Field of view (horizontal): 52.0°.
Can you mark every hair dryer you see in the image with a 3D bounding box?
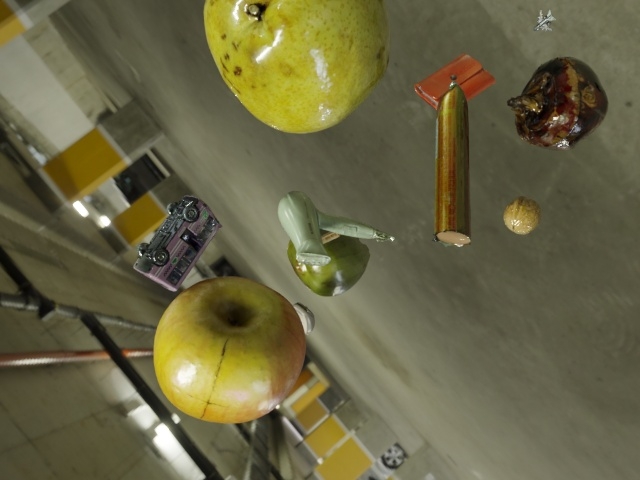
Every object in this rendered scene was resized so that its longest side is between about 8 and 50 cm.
[{"bbox_3d":[0.044,-0.008,1.253,0.237,0.075,0.206,8,-150,-22],"label":"hair dryer"}]

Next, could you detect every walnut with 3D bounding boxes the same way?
[{"bbox_3d":[0.577,-0.073,1.868,0.105,0.124,0.105,24,140,22],"label":"walnut"}]

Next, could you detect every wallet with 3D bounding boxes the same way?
[{"bbox_3d":[0.400,-0.466,1.948,0.142,0.204,0.045,47,161,23],"label":"wallet"}]

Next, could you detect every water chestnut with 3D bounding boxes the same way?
[{"bbox_3d":[0.558,-0.321,1.563,0.238,0.223,0.224,14,-179,-17],"label":"water chestnut"}]

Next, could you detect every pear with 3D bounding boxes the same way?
[{"bbox_3d":[-0.034,-0.328,1.033,0.304,0.304,0.304,48,170,11],"label":"pear"}]

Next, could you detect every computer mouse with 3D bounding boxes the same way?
[{"bbox_3d":[-0.039,0.184,1.578,0.066,0.039,0.096,35,144,29],"label":"computer mouse"}]

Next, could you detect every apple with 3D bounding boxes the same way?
[{"bbox_3d":[-0.170,0.208,1.225,0.286,0.286,0.233,45,136,27],"label":"apple"}]

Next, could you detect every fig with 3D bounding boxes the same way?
[{"bbox_3d":[0.032,0.037,1.724,0.203,0.225,0.203,35,133,49],"label":"fig"}]

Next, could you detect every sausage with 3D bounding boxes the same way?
[{"bbox_3d":[0.269,-0.170,1.348,0.082,0.371,0.082,4,159,2],"label":"sausage"}]

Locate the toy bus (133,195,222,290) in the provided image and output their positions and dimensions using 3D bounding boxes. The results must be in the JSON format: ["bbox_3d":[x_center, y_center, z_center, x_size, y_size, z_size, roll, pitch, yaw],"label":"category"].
[{"bbox_3d":[-0.306,0.005,1.422,0.096,0.199,0.108,14,157,51],"label":"toy bus"}]

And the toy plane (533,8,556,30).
[{"bbox_3d":[0.713,-0.696,2.098,0.078,0.031,0.083,64,150,8],"label":"toy plane"}]

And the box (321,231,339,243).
[{"bbox_3d":[0.000,0.000,1.423,0.015,0.093,0.058,64,-171,-5],"label":"box"}]
